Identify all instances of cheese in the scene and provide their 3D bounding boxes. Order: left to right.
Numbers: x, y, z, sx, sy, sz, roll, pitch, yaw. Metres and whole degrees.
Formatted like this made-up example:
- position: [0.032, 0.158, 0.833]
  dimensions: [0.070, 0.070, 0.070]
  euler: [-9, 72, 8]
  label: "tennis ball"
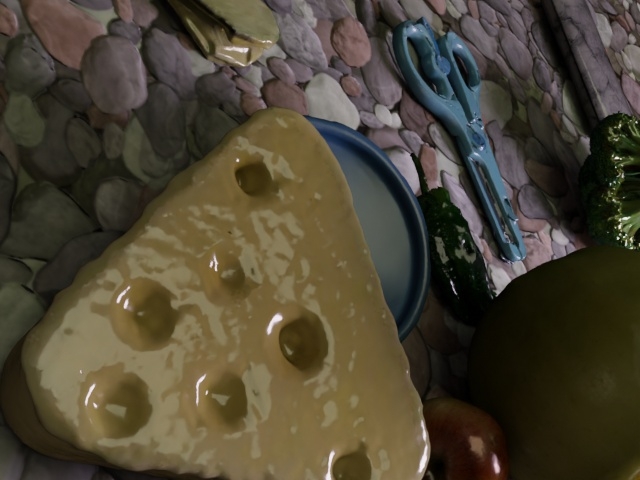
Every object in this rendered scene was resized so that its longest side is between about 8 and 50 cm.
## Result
- position: [-0.096, 0.089, 0.727]
  dimensions: [0.383, 0.104, 0.384]
  euler: [12, 67, -31]
  label: "cheese"

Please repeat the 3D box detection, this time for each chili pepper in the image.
- position: [0.182, 0.013, 1.071]
  dimensions: [0.279, 0.065, 0.122]
  euler: [58, 35, -4]
  label: "chili pepper"

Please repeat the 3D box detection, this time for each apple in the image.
- position: [0.138, 0.224, 0.878]
  dimensions: [0.102, 0.126, 0.126]
  euler: [-21, 83, -59]
  label: "apple"
- position: [0.290, 0.159, 0.943]
  dimensions: [0.233, 0.295, 0.258]
  euler: [-16, 55, -24]
  label: "apple"

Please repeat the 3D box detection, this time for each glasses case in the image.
- position: [0.488, -0.322, 1.522]
  dimensions: [0.114, 0.060, 0.299]
  euler: [-5, 72, -43]
  label: "glasses case"

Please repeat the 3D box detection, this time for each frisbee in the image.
- position: [-0.002, 0.002, 0.913]
  dimensions: [0.289, 0.049, 0.290]
  euler: [11, 68, -29]
  label: "frisbee"

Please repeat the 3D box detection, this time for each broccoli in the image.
- position: [0.532, -0.086, 1.292]
  dimensions: [0.269, 0.269, 0.254]
  euler: [34, 67, -24]
  label: "broccoli"

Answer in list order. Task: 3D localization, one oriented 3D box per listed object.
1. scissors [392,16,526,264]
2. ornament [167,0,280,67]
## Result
- position: [0.214, -0.152, 1.206]
  dimensions: [0.180, 0.032, 0.393]
  euler: [-9, 75, -44]
  label: "scissors"
- position: [-0.134, -0.308, 0.962]
  dimensions: [0.180, 0.059, 0.201]
  euler: [11, 59, -37]
  label: "ornament"
